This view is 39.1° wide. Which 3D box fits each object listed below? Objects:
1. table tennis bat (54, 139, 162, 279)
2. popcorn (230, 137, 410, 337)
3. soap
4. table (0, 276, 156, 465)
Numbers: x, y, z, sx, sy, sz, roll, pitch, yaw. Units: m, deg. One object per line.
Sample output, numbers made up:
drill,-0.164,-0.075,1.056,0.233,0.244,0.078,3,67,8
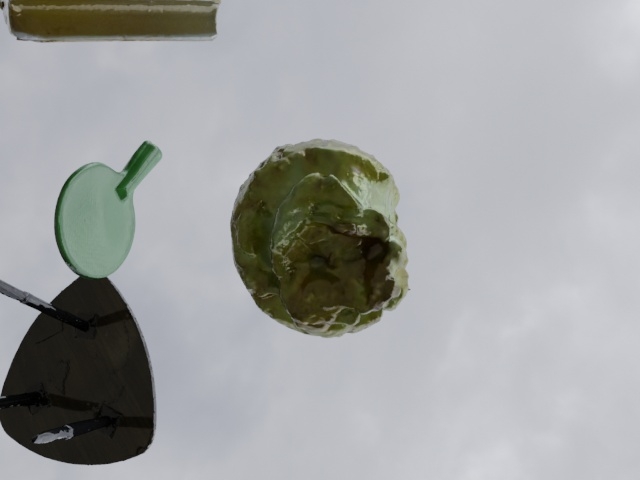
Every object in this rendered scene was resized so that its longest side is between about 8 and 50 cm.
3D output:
table tennis bat,-0.301,-0.057,1.301,0.039,0.161,0.257,2,-138,27
popcorn,0.000,0.000,1.000,0.204,0.221,0.184,-22,-161,12
soap,-0.287,-0.339,1.211,0.173,0.274,0.089,-119,-149,-42
table,-0.453,0.218,1.359,0.317,0.249,0.318,-4,-100,23
